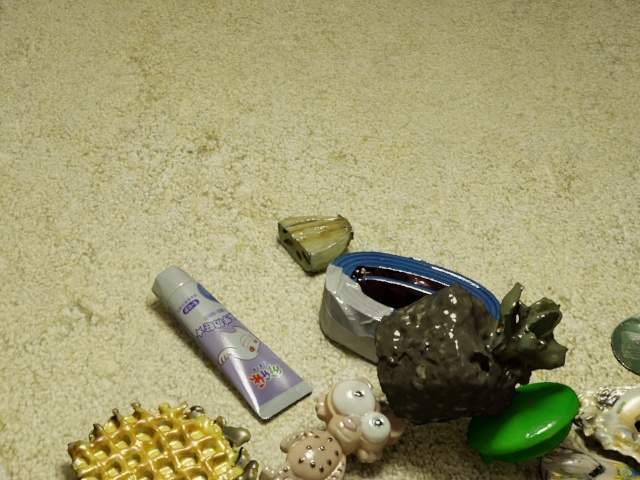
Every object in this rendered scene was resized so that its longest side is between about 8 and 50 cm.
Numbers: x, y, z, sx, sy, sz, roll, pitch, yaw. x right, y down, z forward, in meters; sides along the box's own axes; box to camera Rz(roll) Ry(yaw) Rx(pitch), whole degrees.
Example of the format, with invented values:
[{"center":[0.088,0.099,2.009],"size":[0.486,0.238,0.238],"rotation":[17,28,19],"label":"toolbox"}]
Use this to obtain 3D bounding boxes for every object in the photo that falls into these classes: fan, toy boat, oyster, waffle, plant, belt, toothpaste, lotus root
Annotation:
[{"center":[0.720,0.198,2.248],"size":[0.223,0.012,0.294],"rotation":[29,46,24],"label":"fan"},{"center":[0.476,0.403,1.932],"size":[0.210,0.066,0.084],"rotation":[7,42,-1],"label":"toy boat"},{"center":[0.612,0.350,1.972],"size":[0.201,0.107,0.354],"rotation":[-38,45,-21],"label":"oyster"},{"center":[-0.257,0.389,1.843],"size":[0.329,0.062,0.329],"rotation":[5,39,-4],"label":"waffle"},{"center":[0.264,0.189,1.896],"size":[0.312,0.215,0.213],"rotation":[-14,62,27],"label":"plant"},{"center":[0.171,0.142,2.156],"size":[0.347,0.117,0.212],"rotation":[16,41,7],"label":"belt"},{"center":[-0.178,0.189,2.096],"size":[0.125,0.080,0.371],"rotation":[-26,57,-37],"label":"toothpaste"},{"center":[0.001,0.004,2.328],"size":[0.144,0.070,0.143],"rotation":[-15,39,-18],"label":"lotus root"}]

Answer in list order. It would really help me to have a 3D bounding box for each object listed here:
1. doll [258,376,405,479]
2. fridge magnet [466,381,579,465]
[{"center":[0.022,0.352,1.893],"size":[0.154,0.119,0.278],"rotation":[37,53,12],"label":"doll"},{"center":[0.356,0.317,1.950],"size":[0.208,0.088,0.208],"rotation":[-25,12,6],"label":"fridge magnet"}]
